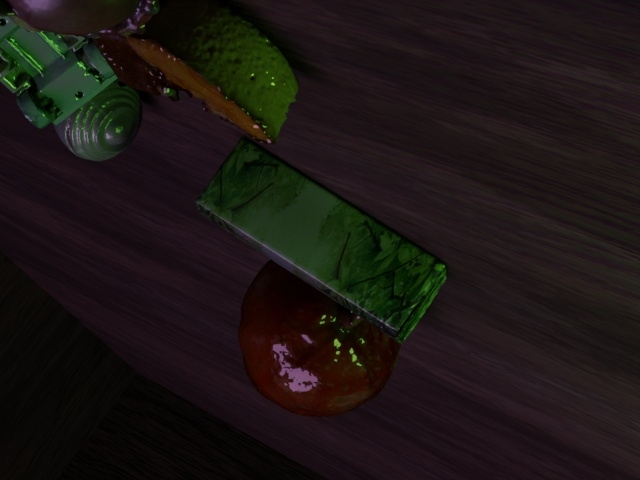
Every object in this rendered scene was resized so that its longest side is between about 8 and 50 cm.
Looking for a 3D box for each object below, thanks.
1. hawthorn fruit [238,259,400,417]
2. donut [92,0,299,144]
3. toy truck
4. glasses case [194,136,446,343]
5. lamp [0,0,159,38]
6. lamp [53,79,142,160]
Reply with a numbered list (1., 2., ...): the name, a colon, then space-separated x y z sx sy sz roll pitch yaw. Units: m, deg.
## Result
1. hawthorn fruit: 0.005 0.101 2.255 0.205 0.205 0.253 37 161 -2
2. donut: -0.118 -0.177 1.795 0.217 0.085 0.141 27 164 33
3. toy truck: -0.329 -0.249 2.078 0.259 0.128 0.135 46 -165 -33
4. glasses case: 0.000 0.000 2.109 0.272 0.095 0.062 33 169 15
5. lamp: -0.213 -0.272 1.610 0.215 0.151 0.223 30 124 1
6. lamp: -0.283 -0.166 2.269 0.193 0.106 0.106 38 172 41
